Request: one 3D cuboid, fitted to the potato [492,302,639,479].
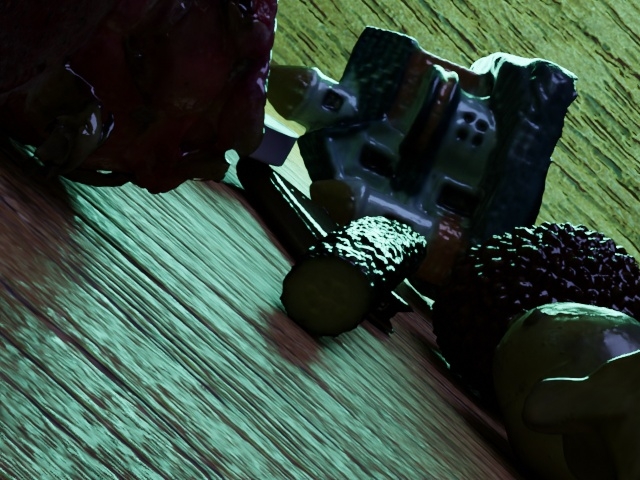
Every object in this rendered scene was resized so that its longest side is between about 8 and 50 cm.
[{"bbox_3d":[0.232,0.149,1.448,0.248,0.143,0.169,46,18,32],"label":"potato"}]

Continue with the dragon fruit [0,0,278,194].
[{"bbox_3d":[-0.105,-0.117,1.119,0.147,0.211,0.282,29,39,-35],"label":"dragon fruit"}]

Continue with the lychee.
[{"bbox_3d":[0.190,0.067,1.640,0.188,0.188,0.188,40,7,-6],"label":"lychee"}]

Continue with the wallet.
[{"bbox_3d":[0.000,0.000,1.599,0.110,0.031,0.198,37,7,-33],"label":"wallet"}]

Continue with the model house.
[{"bbox_3d":[0.069,-0.098,1.886,0.291,0.253,0.184,23,-4,-8],"label":"model house"}]

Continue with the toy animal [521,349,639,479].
[{"bbox_3d":[0.248,0.218,1.082,0.363,0.180,0.181,62,3,-28],"label":"toy animal"}]

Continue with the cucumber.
[{"bbox_3d":[0.033,0.016,1.412,0.067,0.067,0.293,41,13,4],"label":"cucumber"}]

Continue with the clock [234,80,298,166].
[{"bbox_3d":[-0.110,-0.138,1.642,0.172,0.064,0.198,25,7,-41],"label":"clock"}]
